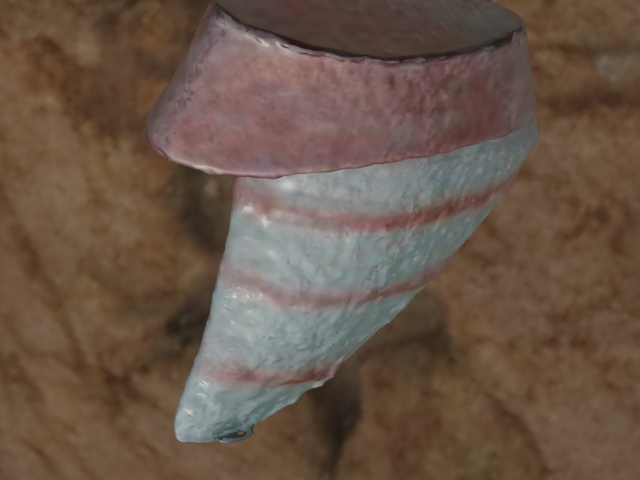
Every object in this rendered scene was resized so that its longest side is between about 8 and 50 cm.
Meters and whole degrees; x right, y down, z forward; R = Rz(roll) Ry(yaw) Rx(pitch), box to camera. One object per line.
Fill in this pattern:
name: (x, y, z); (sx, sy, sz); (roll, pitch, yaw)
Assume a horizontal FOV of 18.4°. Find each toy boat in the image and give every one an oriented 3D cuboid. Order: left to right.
toy boat: (0.000, 0.000, 0.994); (0.096, 0.206, 0.282); (-120, 36, -46)
